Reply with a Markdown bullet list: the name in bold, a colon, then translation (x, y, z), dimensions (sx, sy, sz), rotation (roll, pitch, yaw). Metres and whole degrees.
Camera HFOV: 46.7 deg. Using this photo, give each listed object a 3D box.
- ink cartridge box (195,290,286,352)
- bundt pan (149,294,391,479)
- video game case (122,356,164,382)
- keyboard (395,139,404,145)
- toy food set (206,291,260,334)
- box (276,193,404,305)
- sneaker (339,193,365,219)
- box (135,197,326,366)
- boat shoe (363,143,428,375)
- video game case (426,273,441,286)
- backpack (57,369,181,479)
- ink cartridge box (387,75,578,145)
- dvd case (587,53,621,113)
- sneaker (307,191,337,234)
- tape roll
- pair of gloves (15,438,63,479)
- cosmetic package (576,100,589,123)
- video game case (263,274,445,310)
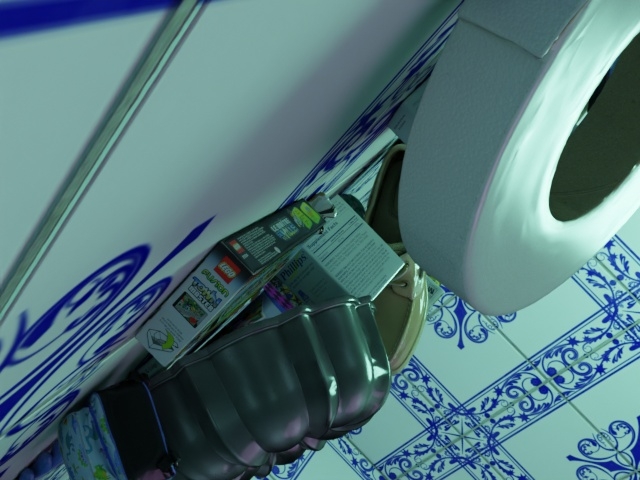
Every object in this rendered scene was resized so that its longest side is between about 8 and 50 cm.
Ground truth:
- **ink cartridge box**: translation (-0.130, 0.168, 1.395), dimensions (0.311, 0.065, 0.186), rotation (-40, -171, -5)
- **bundt pan**: translation (-0.057, 0.194, 0.857), dimensions (0.331, 0.124, 0.331), rotation (-24, 163, -8)
- **video game case**: translation (-0.235, 0.187, 0.883), dimensions (0.143, 0.019, 0.157), rotation (-41, 177, -44)
- **keyboard**: translation (0.233, -0.242, 1.204), dimensions (0.317, 0.033, 0.201), rotation (-44, -176, -24)
- **toy food set**: translation (-0.142, 0.104, 1.037), dimensions (0.122, 0.019, 0.078), rotation (-35, 174, -21)
- **box**: translation (0.020, 0.029, 0.985), dimensions (0.072, 0.137, 0.126), rotation (-45, 177, 42)
- **sneaker**: translation (0.000, 0.000, 1.118), dimensions (0.166, 0.065, 0.076), rotation (-41, 180, -33)
- **box**: translation (-0.070, 0.028, 0.656), dimensions (0.114, 0.036, 0.207), rotation (-45, 177, 21)
- **boat shoe**: translation (0.097, 0.028, 1.094), dimensions (0.110, 0.122, 0.340), rotation (26, 70, -68)
- **video game case**: translation (0.089, 0.054, 1.396), dimensions (0.248, 0.275, 0.035), rotation (-40, 139, -64)
- **backpack**: translation (-0.194, 0.192, 0.688), dimensions (0.084, 0.105, 0.114), rotation (-16, 163, -32)
- **ink cartridge box**: translation (0.181, -0.111, 0.785), dimensions (0.127, 0.175, 0.072), rotation (-44, 178, -12)
- **dvd case**: translation (0.382, -0.303, 0.921), dimensions (0.180, 0.022, 0.252), rotation (-42, 139, -43)
- **sneaker**: translation (-0.016, -0.015, 0.825), dimensions (0.083, 0.037, 0.032), rotation (-44, 180, 24)
- **tape roll**: translation (0.217, -0.113, 0.584), dimensions (0.392, 0.072, 0.392), rotation (-32, 145, -26)
- **pair of gloves**: translation (-0.331, 0.277, 0.766), dimensions (0.159, 0.023, 0.198), rotation (-45, 177, 34)
- **cosmetic package**: translation (0.258, -0.189, 0.978), dimensions (0.309, 0.160, 0.113), rotation (-43, 177, -45)
- **video game case**: translation (0.052, 0.075, 1.199), dimensions (0.210, 0.232, 0.042), rotation (-44, 172, -29)
